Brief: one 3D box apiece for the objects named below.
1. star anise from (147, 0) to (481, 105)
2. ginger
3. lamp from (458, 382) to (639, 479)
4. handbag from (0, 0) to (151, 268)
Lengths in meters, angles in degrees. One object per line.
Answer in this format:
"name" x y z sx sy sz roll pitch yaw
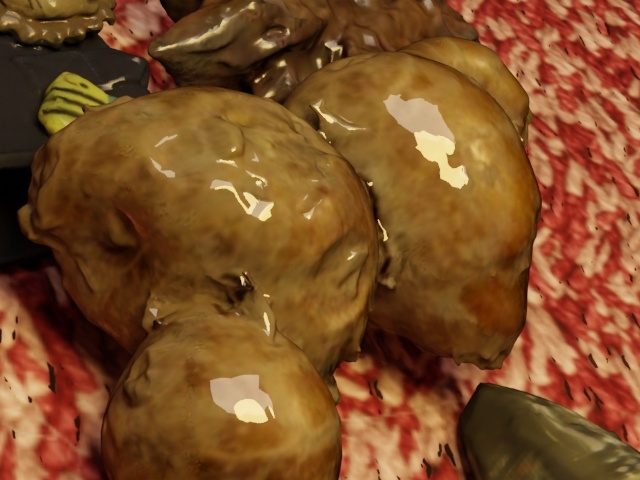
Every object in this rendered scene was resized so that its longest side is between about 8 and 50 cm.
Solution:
"star anise" -0.002 -0.133 1.130 0.315 0.108 0.315 28 36 -23
"ginger" 0.000 0.000 0.941 0.375 0.176 0.256 -33 79 -37
"lamp" 0.156 0.162 0.915 0.101 0.101 0.250 -11 39 -34
"handbag" -0.272 -0.115 0.996 0.329 0.122 0.303 -12 51 -36
